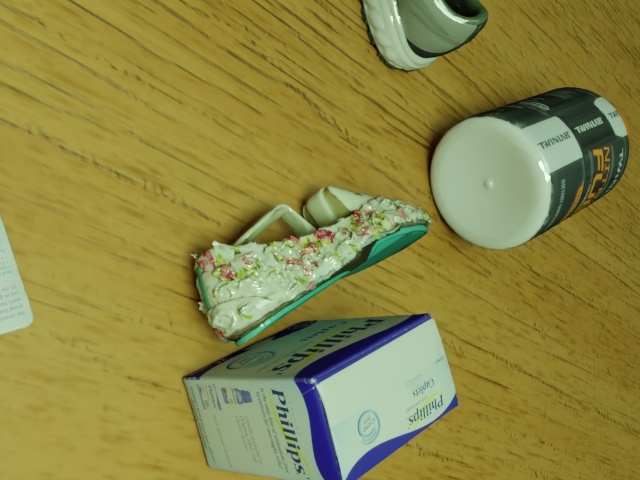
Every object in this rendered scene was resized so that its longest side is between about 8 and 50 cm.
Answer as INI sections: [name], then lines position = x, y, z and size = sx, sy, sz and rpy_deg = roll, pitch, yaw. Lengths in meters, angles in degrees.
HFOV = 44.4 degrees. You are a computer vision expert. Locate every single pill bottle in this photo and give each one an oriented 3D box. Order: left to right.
[pill bottle]
position = 0.231, -0.085, 0.804
size = 0.245, 0.130, 0.131
rpy_deg = -24, 101, -44

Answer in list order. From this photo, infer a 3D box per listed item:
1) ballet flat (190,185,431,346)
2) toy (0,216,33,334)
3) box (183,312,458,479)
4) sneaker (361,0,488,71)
[ballet flat]
position = 0.000, 0.000, 0.600
size = 0.241, 0.091, 0.077
rpy_deg = -26, 80, -48
[toy]
position = -0.245, -0.050, 0.375
size = 0.136, 0.056, 0.237
rpy_deg = -18, 91, -46
[box]
position = 0.000, 0.104, 0.541
size = 0.126, 0.137, 0.072
rpy_deg = -21, 98, -44
[sneaker]
position = 0.070, -0.290, 0.689
size = 0.100, 0.108, 0.272
rpy_deg = -40, 111, -39
